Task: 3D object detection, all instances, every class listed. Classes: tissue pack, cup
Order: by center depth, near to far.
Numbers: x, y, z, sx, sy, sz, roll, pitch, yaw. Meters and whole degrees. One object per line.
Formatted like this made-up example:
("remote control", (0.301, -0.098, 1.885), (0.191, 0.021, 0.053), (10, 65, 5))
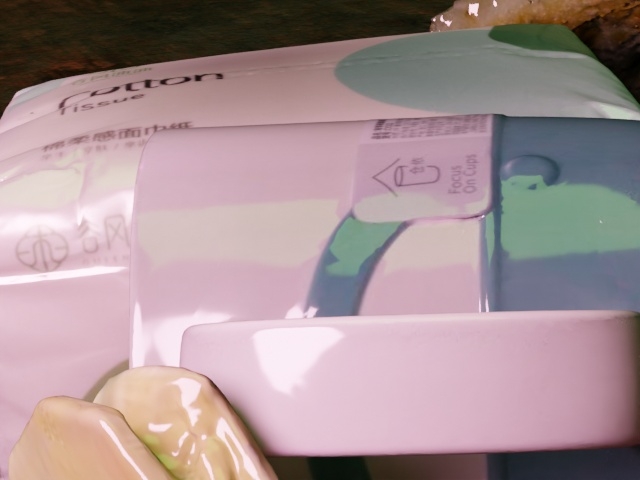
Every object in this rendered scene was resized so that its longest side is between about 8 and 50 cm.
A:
("cup", (0.045, 0.055, 0.659), (0.258, 0.219, 0.290), (-3, -6, 9))
("tissue pack", (-0.001, -0.001, 0.942), (0.357, 0.193, 0.266), (-7, 18, -1))

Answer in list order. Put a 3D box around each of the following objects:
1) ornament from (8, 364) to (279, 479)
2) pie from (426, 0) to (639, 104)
("ornament", (-0.055, 0.153, 0.554), (0.059, 0.201, 0.180), (-20, 65, -41))
("pie", (0.223, -0.112, 1.143), (0.371, 0.296, 0.078), (-7, 57, 2))
